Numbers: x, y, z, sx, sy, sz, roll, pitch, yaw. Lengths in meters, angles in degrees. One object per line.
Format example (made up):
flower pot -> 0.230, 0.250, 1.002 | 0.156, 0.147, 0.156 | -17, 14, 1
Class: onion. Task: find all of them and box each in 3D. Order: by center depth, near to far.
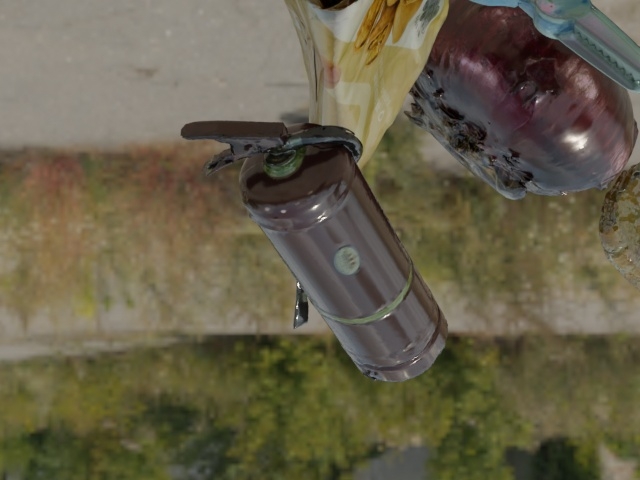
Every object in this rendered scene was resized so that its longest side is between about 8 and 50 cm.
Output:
onion -> 0.242, -0.182, 1.592 | 0.314, 0.232, 0.314 | 42, 178, 2

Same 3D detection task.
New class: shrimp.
shrimp -> 0.447, -0.014, 1.773 | 0.253, 0.173, 0.058 | 32, 174, -40

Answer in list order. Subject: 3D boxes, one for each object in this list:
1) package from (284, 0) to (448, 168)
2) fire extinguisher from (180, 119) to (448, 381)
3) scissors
package -> 0.008, -0.229, 1.214 | 0.165, 0.221, 0.311 | 27, 164, 13
fire extinguisher -> 0.000, 0.000, 1.134 | 0.141, 0.105, 0.341 | -18, 140, 13
scissors -> 0.231, -0.224, 1.309 | 0.125, 0.256, 0.030 | -29, 147, -21
